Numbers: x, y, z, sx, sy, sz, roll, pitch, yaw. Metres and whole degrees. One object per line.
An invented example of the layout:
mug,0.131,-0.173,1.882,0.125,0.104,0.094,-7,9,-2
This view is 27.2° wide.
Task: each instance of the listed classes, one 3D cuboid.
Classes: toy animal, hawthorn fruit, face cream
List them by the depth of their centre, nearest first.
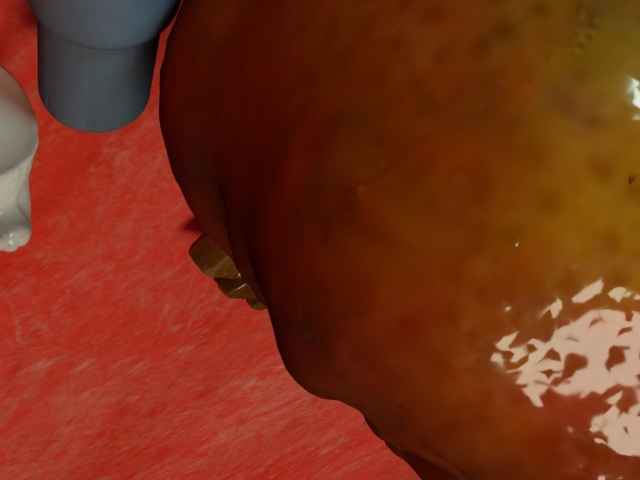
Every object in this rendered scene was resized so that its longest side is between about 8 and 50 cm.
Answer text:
face cream,-0.103,-0.191,0.657,0.135,0.086,0.385,-21,156,-24
hawthorn fruit,0.160,-0.060,0.771,0.471,0.472,0.472,-21,159,-8
toy animal,-0.266,-0.012,0.851,0.103,0.131,0.221,-23,167,-45

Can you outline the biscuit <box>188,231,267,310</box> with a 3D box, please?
biscuit,-0.001,-0.001,1.263,0.278,0.043,0.301,-19,160,-19
